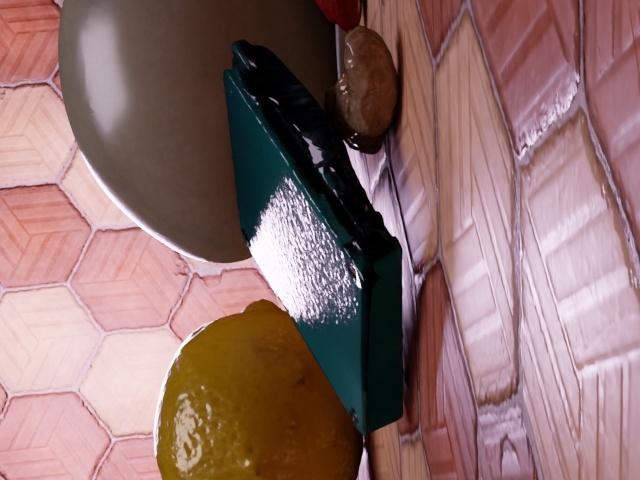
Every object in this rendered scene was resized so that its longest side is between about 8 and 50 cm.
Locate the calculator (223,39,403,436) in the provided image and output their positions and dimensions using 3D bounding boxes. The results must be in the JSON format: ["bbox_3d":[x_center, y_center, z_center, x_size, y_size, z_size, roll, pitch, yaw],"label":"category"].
[{"bbox_3d":[0.000,0.000,1.242,0.248,0.058,0.274,85,158,-48],"label":"calculator"}]

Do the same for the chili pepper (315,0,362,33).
[{"bbox_3d":[0.011,-0.251,1.252,0.088,0.065,0.169,32,140,51],"label":"chili pepper"}]

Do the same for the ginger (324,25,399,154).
[{"bbox_3d":[0.035,-0.110,1.169,0.173,0.051,0.069,127,132,-76],"label":"ginger"}]

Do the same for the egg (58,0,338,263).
[{"bbox_3d":[-0.112,-0.146,1.463,0.278,0.278,0.336,-127,31,-81],"label":"egg"}]

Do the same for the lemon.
[{"bbox_3d":[-0.065,0.202,1.620,0.233,0.233,0.288,101,171,-73],"label":"lemon"}]

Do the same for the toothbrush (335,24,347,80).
[{"bbox_3d":[0.020,-0.232,1.343,0.021,0.024,0.288,109,157,-72],"label":"toothbrush"}]
